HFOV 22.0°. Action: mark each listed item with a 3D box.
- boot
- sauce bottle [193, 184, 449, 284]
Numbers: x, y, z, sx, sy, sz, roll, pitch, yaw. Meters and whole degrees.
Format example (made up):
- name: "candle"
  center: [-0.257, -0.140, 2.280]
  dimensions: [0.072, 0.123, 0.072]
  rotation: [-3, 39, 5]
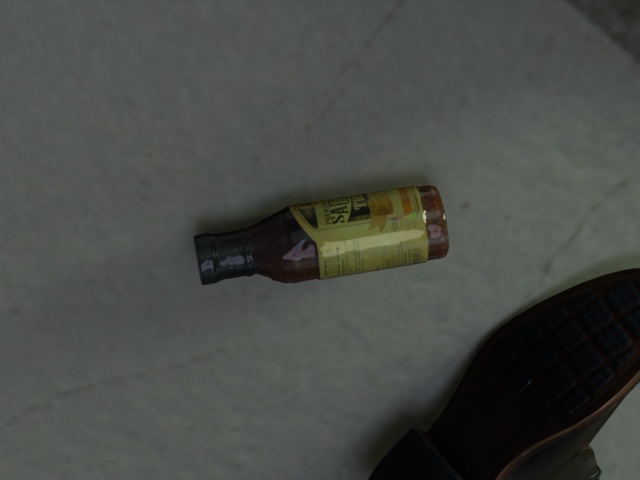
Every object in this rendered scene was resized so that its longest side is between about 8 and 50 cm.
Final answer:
- name: "boot"
  center: [0.128, 0.106, 0.928]
  dimensions: [0.219, 0.082, 0.106]
  rotation: [-41, 142, 12]
- name: "sauce bottle"
  center: [0.000, 0.000, 0.840]
  dimensions: [0.128, 0.042, 0.042]
  rotation: [-10, 124, -6]
